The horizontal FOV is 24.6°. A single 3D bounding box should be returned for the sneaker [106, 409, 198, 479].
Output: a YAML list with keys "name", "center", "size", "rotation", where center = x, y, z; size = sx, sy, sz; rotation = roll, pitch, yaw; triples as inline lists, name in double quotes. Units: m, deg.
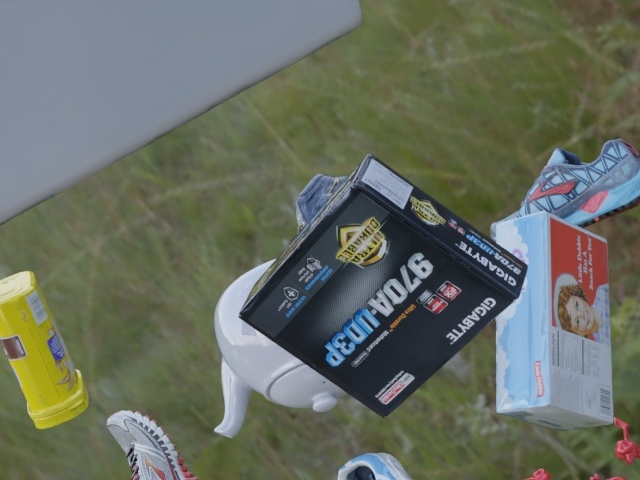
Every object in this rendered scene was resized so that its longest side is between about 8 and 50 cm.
- name: "sneaker"
  center: [-0.240, 0.337, 2.101]
  size: [0.093, 0.225, 0.088]
  rotation: [-29, -24, -27]

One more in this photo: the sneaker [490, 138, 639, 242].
- name: "sneaker"
  center: [0.364, -0.073, 2.193]
  size: [0.262, 0.125, 0.104]
  rotation: [-23, -7, 26]

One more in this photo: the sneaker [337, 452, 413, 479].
- name: "sneaker"
  center: [0.111, 0.339, 1.817]
  size: [0.086, 0.085, 0.237]
  rotation: [-15, 28, -34]

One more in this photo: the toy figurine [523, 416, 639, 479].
- name: "toy figurine"
  center: [0.252, 0.380, 1.543]
  size: [0.362, 0.191, 0.217]
  rotation: [-34, 14, 6]

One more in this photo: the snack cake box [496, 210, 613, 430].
- name: "snack cake box"
  center: [0.312, 0.111, 1.968]
  size: [0.089, 0.152, 0.264]
  rotation: [-16, 64, 42]

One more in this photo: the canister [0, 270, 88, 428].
- name: "canister"
  center: [-0.355, 0.133, 1.830]
  size: [0.073, 0.170, 0.126]
  rotation: [-22, 16, -6]

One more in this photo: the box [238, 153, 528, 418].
- name: "box"
  center: [0.052, 0.046, 1.320]
  size: [0.220, 0.175, 0.051]
  rotation: [-47, 10, 42]

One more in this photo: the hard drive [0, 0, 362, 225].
- name: "hard drive"
  center: [-0.147, -0.156, 0.932]
  size: [0.353, 0.233, 0.047]
  rotation: [-31, 44, -17]

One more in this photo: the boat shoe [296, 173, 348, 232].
- name: "boat shoe"
  center: [0.000, 0.000, 1.767]
  size: [0.083, 0.065, 0.183]
  rotation: [9, 59, 32]

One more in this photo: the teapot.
- name: "teapot"
  center: [-0.011, 0.141, 1.996]
  size: [0.256, 0.252, 0.187]
  rotation: [121, 137, -52]
